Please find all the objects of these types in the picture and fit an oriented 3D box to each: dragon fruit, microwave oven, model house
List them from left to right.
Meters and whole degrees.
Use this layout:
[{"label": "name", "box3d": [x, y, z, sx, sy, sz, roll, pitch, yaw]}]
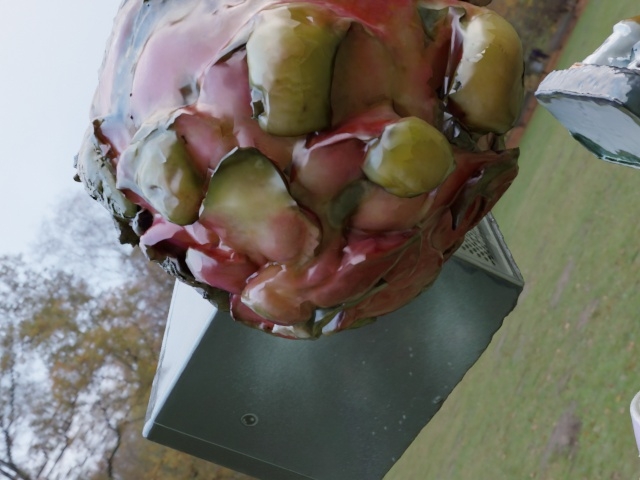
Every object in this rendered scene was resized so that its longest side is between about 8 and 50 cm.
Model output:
[{"label": "dragon fruit", "box3d": [-0.007, -0.081, 0.452, 0.291, 0.250, 0.269, -112, 36, -60]}, {"label": "microwave oven", "box3d": [0.000, 0.000, 0.876, 0.374, 0.236, 0.432, -59, 17, 25]}, {"label": "model house", "box3d": [0.504, -0.256, 1.137, 0.301, 0.190, 0.271, -46, 15, 1]}]

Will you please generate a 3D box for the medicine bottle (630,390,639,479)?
[{"label": "medicine bottle", "box3d": [0.559, 0.349, 1.076, 0.241, 0.241, 0.302, -43, -63, -70]}]
